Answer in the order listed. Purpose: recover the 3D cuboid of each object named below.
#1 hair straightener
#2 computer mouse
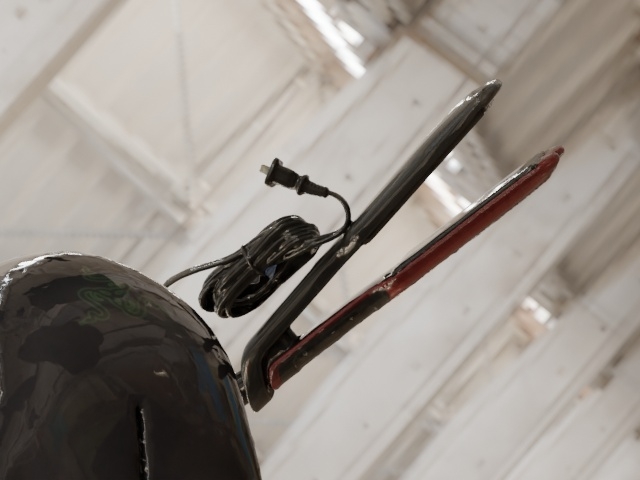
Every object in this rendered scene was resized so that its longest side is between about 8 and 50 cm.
[{"bbox_3d":[0.000,0.000,0.787,0.230,0.089,0.047,-40,2,23],"label":"hair straightener"},{"bbox_3d":[-0.063,0.109,0.587,0.189,0.272,0.072,2,-33,-30],"label":"computer mouse"}]
